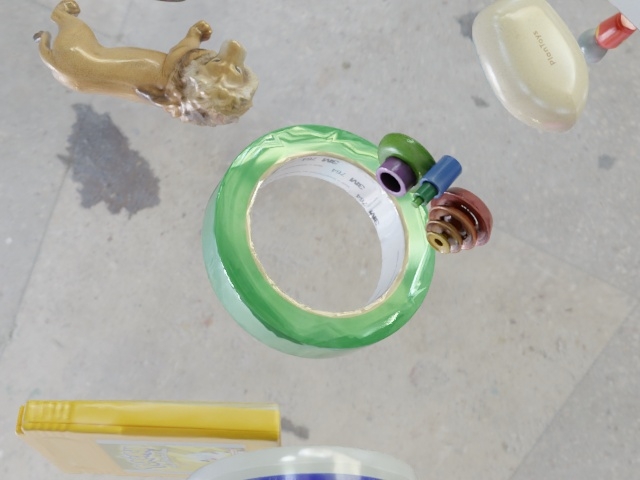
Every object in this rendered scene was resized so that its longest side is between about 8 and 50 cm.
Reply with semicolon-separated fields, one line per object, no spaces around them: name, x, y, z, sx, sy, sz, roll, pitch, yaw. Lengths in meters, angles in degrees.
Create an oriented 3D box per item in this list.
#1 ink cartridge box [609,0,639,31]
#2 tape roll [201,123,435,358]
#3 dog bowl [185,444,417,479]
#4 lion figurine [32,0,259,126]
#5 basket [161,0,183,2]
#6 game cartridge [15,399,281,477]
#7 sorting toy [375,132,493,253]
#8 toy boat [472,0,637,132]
ink cartridge box;0.219;-0.215;0.419;0.308;0.223;0.129;26;156;-36
tape roll;0.000;0.000;1.167;0.321;0.321;0.077;38;152;-7
dog bowl;-0.020;0.319;0.924;0.265;0.104;0.264;-2;146;-1
lion figurine;-0.282;-0.260;1.278;0.393;0.240;0.142;3;124;4
basket;-0.290;-0.578;1.584;0.154;0.204;0.226;13;121;-6
game cartridge;-0.213;0.273;1.128;0.324;0.052;0.285;0;154;-1
sorting toy;0.070;-0.028;0.570;0.102;0.042;0.061;41;156;10
toy boat;0.434;-0.337;1.559;0.318;0.148;0.267;-23;87;-19
